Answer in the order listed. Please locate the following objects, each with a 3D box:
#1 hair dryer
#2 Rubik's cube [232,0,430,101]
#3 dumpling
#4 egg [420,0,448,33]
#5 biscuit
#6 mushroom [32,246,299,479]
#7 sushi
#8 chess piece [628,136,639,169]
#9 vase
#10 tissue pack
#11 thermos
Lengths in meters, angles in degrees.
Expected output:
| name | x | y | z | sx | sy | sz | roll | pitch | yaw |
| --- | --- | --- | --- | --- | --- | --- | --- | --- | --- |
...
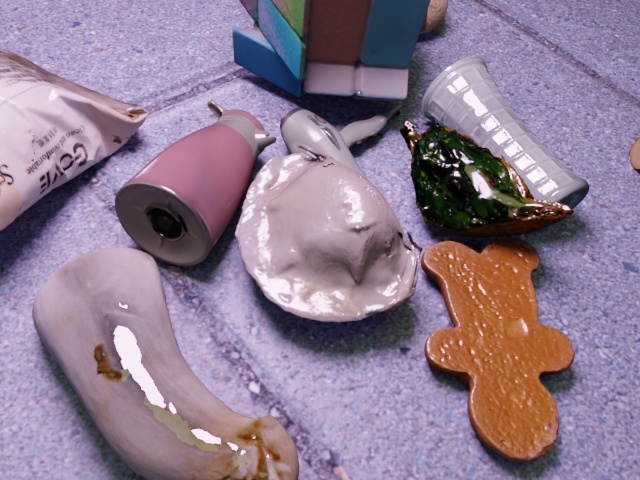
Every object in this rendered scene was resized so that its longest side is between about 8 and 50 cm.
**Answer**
| name | x | y | z | sx | sy | sz | roll | pitch | yaw |
| --- | --- | --- | --- | --- | --- | --- | --- | --- | --- |
| hair dryer | 0.085 | -0.139 | 0.924 | 0.267 | 0.092 | 0.229 | -13 | 65 | -27 |
| Rubik's cube | 0.022 | -0.432 | 0.934 | 0.358 | 0.387 | 0.368 | 2 | 97 | -3 |
| dumpling | 0.009 | -0.001 | 0.780 | 0.204 | 0.163 | 0.293 | -47 | 69 | 5 |
| egg | 0.211 | -0.502 | 1.156 | 0.140 | 0.116 | 0.118 | -36 | 31 | -21 |
| biscuit | 0.240 | 0.139 | 0.753 | 0.206 | 0.049 | 0.324 | -2 | 55 | -7 |
| mushroom | -0.188 | 0.168 | 0.638 | 0.177 | 0.126 | 0.397 | -25 | 58 | -32 |
| sushi | 0.223 | -0.075 | 0.830 | 0.149 | 0.140 | 0.287 | -37 | 54 | -5 |
| chess piece | 0.647 | -0.156 | 1.002 | 0.122 | 0.066 | 0.066 | 5 | 55 | -9 |
| vase | 0.312 | -0.162 | 0.927 | 0.143 | 0.143 | 0.298 | -21 | 64 | -20 |
| tissue pack | -0.512 | -0.181 | 0.787 | 0.390 | 0.195 | 0.375 | 21 | 39 | 5 |
| thermos | -0.184 | -0.103 | 0.827 | 0.176 | 0.146 | 0.265 | 5 | 42 | 19 |
